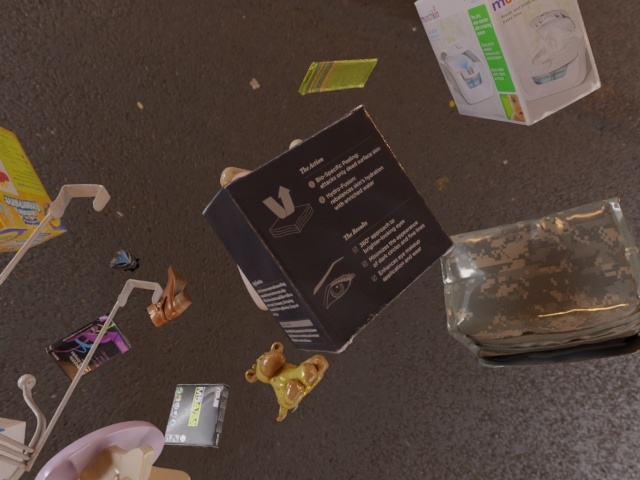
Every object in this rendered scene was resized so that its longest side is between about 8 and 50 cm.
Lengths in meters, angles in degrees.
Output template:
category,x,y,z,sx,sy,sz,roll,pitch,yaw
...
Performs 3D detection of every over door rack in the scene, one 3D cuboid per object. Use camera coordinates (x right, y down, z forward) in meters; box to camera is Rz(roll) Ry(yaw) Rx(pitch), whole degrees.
category,x,y,z,sx,sy,sz,roll,pitch,yaw
over door rack,-0.362,0.112,0.571,0.108,0.239,0.324,18,55,16

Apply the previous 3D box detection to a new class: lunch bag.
category,x,y,z,sx,sy,sz,roll,pitch,yaw
lunch bag,0.330,0.092,0.674,0.235,0.287,0.168,-15,58,27

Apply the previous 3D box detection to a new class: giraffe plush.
category,x,y,z,sx,sy,sz,roll,pitch,yaw
giraffe plush,-0.105,0.370,1.275,0.170,0.210,0.181,40,35,17

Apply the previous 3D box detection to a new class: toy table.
category,x,y,z,sx,sy,sz,roll,pitch,yaw
toy table,-0.416,0.500,0.948,0.274,0.161,0.252,-14,119,-48

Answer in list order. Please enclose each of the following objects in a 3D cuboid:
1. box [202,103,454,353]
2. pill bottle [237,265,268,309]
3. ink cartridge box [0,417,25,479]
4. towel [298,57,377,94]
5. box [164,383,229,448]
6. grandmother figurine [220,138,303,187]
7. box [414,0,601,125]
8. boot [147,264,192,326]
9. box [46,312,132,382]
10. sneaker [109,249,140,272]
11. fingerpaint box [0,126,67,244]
category,x,y,z,sx,sy,sz,roll,pitch,yaw
box,0.008,-0.010,0.416,0.156,0.093,0.158,-36,96,-27
pill bottle,0.000,0.000,0.942,0.334,0.188,0.187,-22,85,-2
ink cartridge box,-1.118,0.671,1.469,0.233,0.171,0.168,2,85,15
towel,0.053,-0.449,1.250,0.237,0.102,0.021,-20,71,-36
box,-0.393,0.556,1.457,0.184,0.045,0.190,-7,57,22
grandmother figurine,-0.055,-0.055,0.699,0.104,0.342,0.207,11,95,-37
box,0.291,-0.330,0.746,0.127,0.262,0.231,-30,111,3
boot,-0.541,0.192,1.598,0.152,0.073,0.197,-37,50,6
box,-0.585,0.273,1.163,0.162,0.029,0.116,-30,124,-19
sneaker,-0.598,0.071,1.408,0.078,0.188,0.067,36,72,-18
fingerpaint box,-0.956,-0.157,1.297,0.163,0.445,0.370,-27,96,-10
